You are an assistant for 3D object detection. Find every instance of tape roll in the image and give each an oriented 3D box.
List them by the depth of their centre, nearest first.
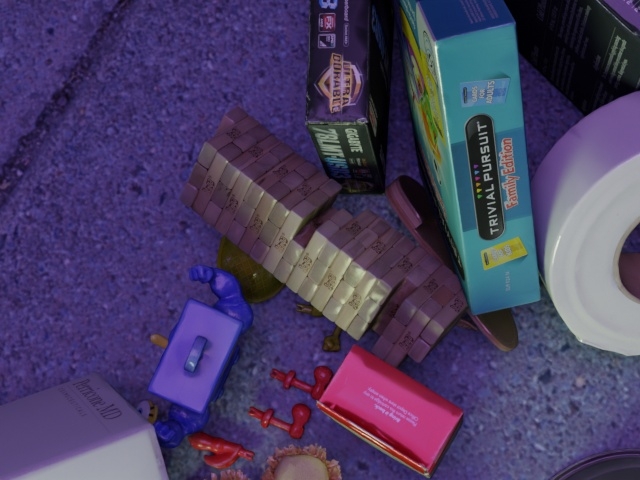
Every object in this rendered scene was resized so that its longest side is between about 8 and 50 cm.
[{"bbox_3d":[0.358,-0.016,1.393,0.286,0.286,0.100,-19,38,1],"label":"tape roll"}]

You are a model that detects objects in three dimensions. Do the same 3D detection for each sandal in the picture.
[{"bbox_3d":[0.131,0.043,1.517,0.079,0.088,0.240,-42,68,28],"label":"sandal"}]

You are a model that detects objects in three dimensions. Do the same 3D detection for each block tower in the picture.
[{"bbox_3d":[0.000,0.000,1.443,0.335,0.091,0.097,39,39,11],"label":"block tower"}]

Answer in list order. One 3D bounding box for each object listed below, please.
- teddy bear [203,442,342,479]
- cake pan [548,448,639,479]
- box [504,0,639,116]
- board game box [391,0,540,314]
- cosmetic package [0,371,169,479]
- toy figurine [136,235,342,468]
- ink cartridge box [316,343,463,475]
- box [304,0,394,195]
[{"bbox_3d":[-0.020,0.385,1.412,0.245,0.113,0.338,-36,89,-16],"label":"teddy bear"},{"bbox_3d":[0.344,0.368,1.428,0.293,0.054,0.293,-1,78,5],"label":"cake pan"},{"bbox_3d":[0.279,-0.310,1.426,0.179,0.343,0.312,-44,79,-3],"label":"box"},{"bbox_3d":[0.142,-0.133,1.361,0.079,0.336,0.253,-13,39,-1],"label":"board game box"},{"bbox_3d":[-0.386,0.299,1.327,0.453,0.230,0.161,-18,105,-20],"label":"cosmetic package"},{"bbox_3d":[-0.088,0.115,1.435,0.191,0.217,0.362,25,82,9],"label":"toy figurine"},{"bbox_3d":[0.076,0.181,1.399,0.134,0.231,0.078,31,83,10],"label":"ink cartridge box"},{"bbox_3d":[0.036,-0.223,1.455,0.073,0.295,0.293,0,77,7],"label":"box"}]
